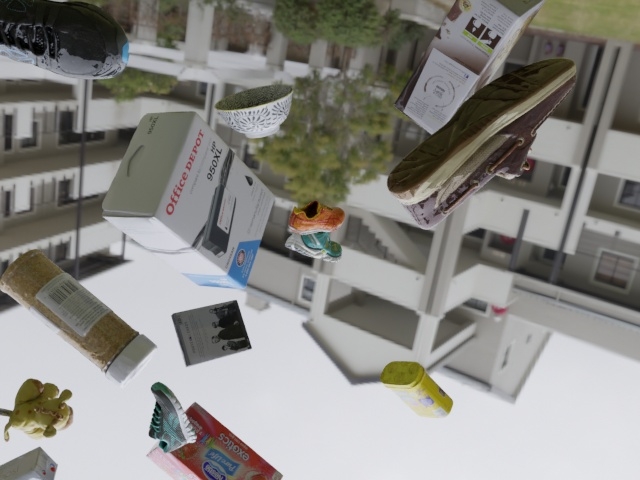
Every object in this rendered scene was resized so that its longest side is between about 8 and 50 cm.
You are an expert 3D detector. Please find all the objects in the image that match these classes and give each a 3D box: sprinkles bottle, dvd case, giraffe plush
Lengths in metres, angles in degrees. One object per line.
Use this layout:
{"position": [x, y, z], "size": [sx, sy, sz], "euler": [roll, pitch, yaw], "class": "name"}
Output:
{"position": [-0.532, 0.171, 1.494], "size": [0.355, 0.121, 0.121], "euler": [39, -160, 1], "class": "sprinkles bottle"}
{"position": [-0.356, 0.302, 2.222], "size": [0.239, 0.179, 0.030], "euler": [-10, 165, -36], "class": "dvd case"}
{"position": [-0.766, 0.479, 1.888], "size": [0.171, 0.181, 0.210], "euler": [-3, 175, 21], "class": "giraffe plush"}

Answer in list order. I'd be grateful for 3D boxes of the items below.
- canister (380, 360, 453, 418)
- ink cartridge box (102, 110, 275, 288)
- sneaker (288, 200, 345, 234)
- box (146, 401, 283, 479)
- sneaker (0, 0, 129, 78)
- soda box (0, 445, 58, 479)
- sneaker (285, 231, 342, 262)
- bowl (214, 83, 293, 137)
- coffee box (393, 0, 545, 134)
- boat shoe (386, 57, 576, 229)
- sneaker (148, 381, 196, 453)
{"position": [0.255, 0.393, 1.773], "size": [0.126, 0.170, 0.073], "euler": [-9, -137, 47], "class": "canister"}
{"position": [-0.305, -0.088, 1.658], "size": [0.166, 0.285, 0.395], "euler": [3, 155, 29], "class": "ink cartridge box"}
{"position": [0.002, -0.056, 1.496], "size": [0.064, 0.067, 0.175], "euler": [32, -153, 28], "class": "sneaker"}
{"position": [-0.268, 0.570, 1.707], "size": [0.300, 0.154, 0.142], "euler": [42, -129, -4], "class": "box"}
{"position": [-0.470, -0.322, 1.062], "size": [0.341, 0.125, 0.139], "euler": [16, -153, 9], "class": "sneaker"}
{"position": [-0.679, 0.529, 1.445], "size": [0.216, 0.069, 0.074], "euler": [-26, -151, 4], "class": "soda box"}
{"position": [0.000, 0.000, 2.053], "size": [0.107, 0.109, 0.275], "euler": [24, -178, 26], "class": "sneaker"}
{"position": [-0.130, -0.265, 1.419], "size": [0.170, 0.080, 0.170], "euler": [-11, -155, 5], "class": "bowl"}
{"position": [0.287, -0.364, 1.314], "size": [0.119, 0.297, 0.168], "euler": [40, -135, 9], "class": "coffee box"}
{"position": [0.266, -0.147, 1.055], "size": [0.123, 0.342, 0.123], "euler": [52, 175, -27], "class": "boat shoe"}
{"position": [-0.290, 0.338, 1.264], "size": [0.076, 0.166, 0.065], "euler": [-31, -145, -23], "class": "sneaker"}
